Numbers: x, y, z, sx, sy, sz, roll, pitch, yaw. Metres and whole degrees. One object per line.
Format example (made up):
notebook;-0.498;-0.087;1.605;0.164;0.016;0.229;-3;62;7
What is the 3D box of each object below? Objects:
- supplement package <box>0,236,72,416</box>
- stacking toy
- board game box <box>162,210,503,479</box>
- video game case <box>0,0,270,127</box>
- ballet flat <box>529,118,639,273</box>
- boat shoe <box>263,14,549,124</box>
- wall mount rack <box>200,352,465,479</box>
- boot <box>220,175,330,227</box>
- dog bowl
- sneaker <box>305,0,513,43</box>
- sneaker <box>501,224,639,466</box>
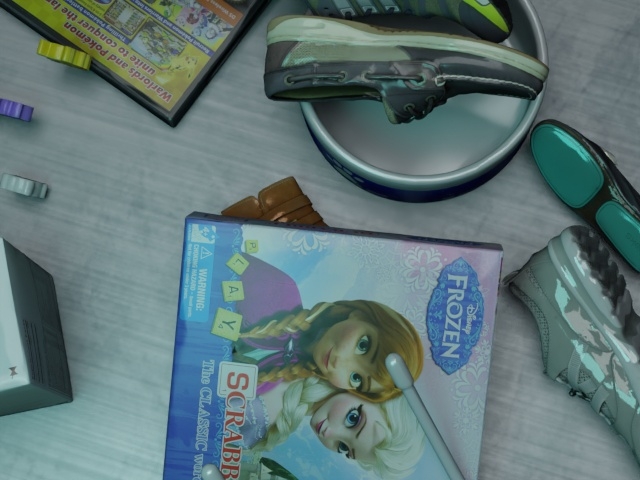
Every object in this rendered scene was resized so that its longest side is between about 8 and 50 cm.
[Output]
supplement package;-0.374;0.103;1.471;0.194;0.203;0.149;-12;79;0
stacking toy;-0.374;-0.154;1.593;0.221;0.052;0.167;17;90;12
board game box;0.009;0.145;1.471;0.318;0.066;0.318;5;97;4
video game case;-0.200;-0.301;1.631;0.275;0.035;0.248;35;82;8
ballet flat;0.301;-0.049;1.544;0.074;0.074;0.203;-39;81;-5
boat shoe;0.080;-0.160;1.454;0.285;0.103;0.092;9;85;7
wall mount rack;0.061;0.297;1.378;0.350;0.130;0.304;-31;74;-3
boot;0.000;0.000;1.544;0.197;0.073;0.152;-21;74;-4
dog bowl;0.105;-0.176;1.556;0.265;0.104;0.265;0;79;2
sneaker;0.054;-0.267;1.479;0.300;0.111;0.121;26;116;-3
sneaker;0.290;0.128;1.508;0.115;0.105;0.281;-30;81;31
